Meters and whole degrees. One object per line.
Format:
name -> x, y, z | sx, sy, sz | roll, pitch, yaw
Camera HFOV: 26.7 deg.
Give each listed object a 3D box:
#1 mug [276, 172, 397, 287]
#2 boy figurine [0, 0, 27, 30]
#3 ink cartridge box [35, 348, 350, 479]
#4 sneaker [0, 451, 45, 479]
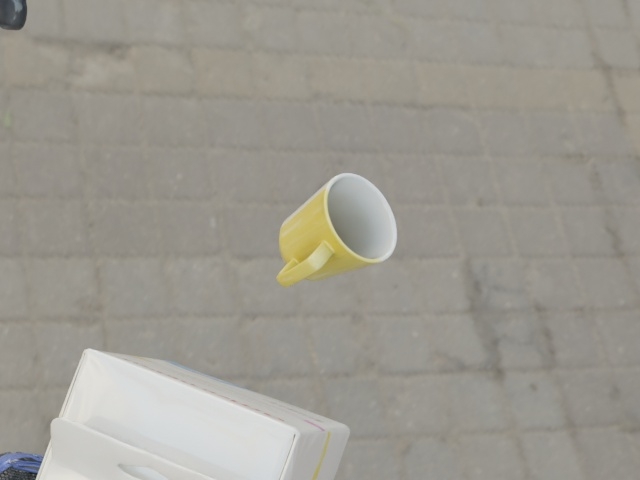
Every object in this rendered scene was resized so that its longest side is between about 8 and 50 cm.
mug -> 0.001, -0.003, 0.875 | 0.078, 0.064, 0.062 | -2, 70, -45
boy figurine -> -0.360, -0.191, 1.009 | 0.285, 0.092, 0.177 | -16, 26, -42
ink cartridge box -> -0.054, 0.102, 0.548 | 0.092, 0.143, 0.090 | 19, 86, 13
sneaker -> -0.148, 0.225, 0.929 | 0.221, 0.087, 0.083 | 45, 69, -17
